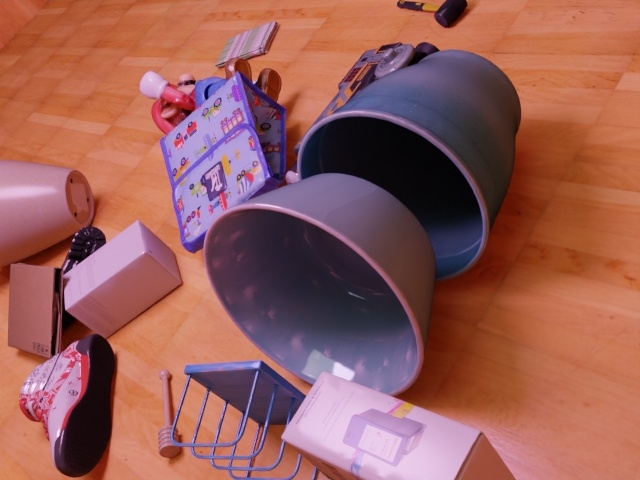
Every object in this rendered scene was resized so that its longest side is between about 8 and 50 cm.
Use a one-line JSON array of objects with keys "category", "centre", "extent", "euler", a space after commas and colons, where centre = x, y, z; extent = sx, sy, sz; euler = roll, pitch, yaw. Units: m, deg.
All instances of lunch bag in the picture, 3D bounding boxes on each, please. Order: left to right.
[{"category": "lunch bag", "centre": [-0.166, -0.121, 1.316], "extent": [0.221, 0.138, 0.293], "euler": [-35, 44, 23]}]

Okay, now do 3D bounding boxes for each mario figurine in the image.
[{"category": "mario figurine", "centre": [-0.239, -0.318, 1.512], "extent": [0.321, 0.198, 0.170], "euler": [-9, 43, 40]}]

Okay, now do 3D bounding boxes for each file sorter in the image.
[{"category": "file sorter", "centre": [-0.085, 0.234, 0.900], "extent": [0.118, 0.170, 0.104], "euler": [-9, 52, 31]}]

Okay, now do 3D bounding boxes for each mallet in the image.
[{"category": "mallet", "centre": [0.205, -0.454, 1.434], "extent": [0.062, 0.039, 0.190], "euler": [-52, 36, -11]}]

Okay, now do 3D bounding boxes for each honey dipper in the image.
[{"category": "honey dipper", "centre": [-0.235, 0.256, 1.101], "extent": [0.030, 0.030, 0.160], "euler": [-32, 39, 8]}]

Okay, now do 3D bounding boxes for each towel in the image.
[{"category": "towel", "centre": [-0.177, -0.470, 1.750], "extent": [0.152, 0.023, 0.113], "euler": [-10, 46, 34]}]

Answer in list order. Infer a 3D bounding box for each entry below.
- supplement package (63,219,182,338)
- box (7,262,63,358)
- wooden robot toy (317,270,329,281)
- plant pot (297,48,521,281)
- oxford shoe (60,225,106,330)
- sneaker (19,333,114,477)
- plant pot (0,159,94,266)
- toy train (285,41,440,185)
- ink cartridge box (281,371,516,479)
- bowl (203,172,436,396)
[{"category": "supplement package", "centre": [-0.358, 0.070, 1.310], "extent": [0.179, 0.105, 0.105], "euler": [-36, 39, 6]}, {"category": "box", "centre": [-0.532, 0.126, 1.349], "extent": [0.201, 0.021, 0.164], "euler": [1, 88, 47]}, {"category": "wooden robot toy", "centre": [-0.004, 0.070, 1.091], "extent": [0.173, 0.076, 0.079], "euler": [-43, 4, -4]}, {"category": "plant pot", "centre": [0.150, -0.126, 1.003], "extent": [0.272, 0.271, 0.255], "euler": [4, 41, 39]}, {"category": "oxford shoe", "centre": [-0.487, 0.086, 1.431], "extent": [0.227, 0.083, 0.096], "euler": [-64, 14, -15]}, {"category": "sneaker", "centre": [-0.419, 0.283, 1.172], "extent": [0.145, 0.090, 0.270], "euler": [-28, 37, 15]}, {"category": "plant pot", "centre": [-0.651, -0.073, 1.588], "extent": [0.274, 0.256, 0.256], "euler": [-10, 46, 9]}, {"category": "toy train", "centre": [0.074, -0.196, 1.219], "extent": [0.334, 0.142, 0.190], "euler": [-55, 29, -14]}, {"category": "ink cartridge box", "centre": [0.089, 0.240, 0.770], "extent": [0.212, 0.154, 0.093], "euler": [13, 60, 45]}, {"category": "bowl", "centre": [0.023, 0.036, 0.929], "extent": [0.312, 0.311, 0.163], "euler": [3, 40, 39]}]
